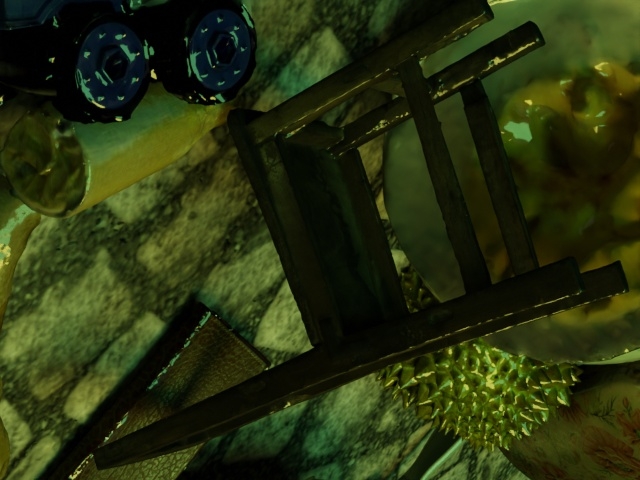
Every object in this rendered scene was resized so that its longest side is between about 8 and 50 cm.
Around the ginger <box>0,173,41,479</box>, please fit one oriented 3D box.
[{"bbox_3d":[-0.263,0.083,1.301,0.118,0.065,0.299,-20,134,-50],"label":"ginger"}]

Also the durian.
[{"bbox_3d":[0.170,0.109,1.801,0.237,0.176,0.200,40,68,-48],"label":"durian"}]

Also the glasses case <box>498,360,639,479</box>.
[{"bbox_3d":[0.311,0.207,1.921,0.098,0.156,0.425,-49,-175,-20],"label":"glasses case"}]

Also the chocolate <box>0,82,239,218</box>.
[{"bbox_3d":[-0.135,-0.079,1.284,0.219,0.085,0.086,-27,142,-55],"label":"chocolate"}]

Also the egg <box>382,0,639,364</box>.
[{"bbox_3d":[0.265,-0.064,1.586,0.354,0.354,0.340,-59,159,10],"label":"egg"}]

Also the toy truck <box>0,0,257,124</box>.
[{"bbox_3d":[-0.151,-0.174,1.136,0.213,0.161,0.177,-16,110,-45],"label":"toy truck"}]

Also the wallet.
[{"bbox_3d":[-0.153,0.172,1.560,0.243,0.039,0.133,-50,142,-5],"label":"wallet"}]

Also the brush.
[{"bbox_3d":[0.076,0.278,1.954,0.297,0.068,0.060,-51,127,-11],"label":"brush"}]

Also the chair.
[{"bbox_3d":[0.000,0.000,1.412,0.416,0.241,0.203,-21,173,19],"label":"chair"}]

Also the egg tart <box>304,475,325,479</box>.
[{"bbox_3d":[-0.087,0.387,1.739,0.388,0.169,0.388,-32,139,-32],"label":"egg tart"}]
